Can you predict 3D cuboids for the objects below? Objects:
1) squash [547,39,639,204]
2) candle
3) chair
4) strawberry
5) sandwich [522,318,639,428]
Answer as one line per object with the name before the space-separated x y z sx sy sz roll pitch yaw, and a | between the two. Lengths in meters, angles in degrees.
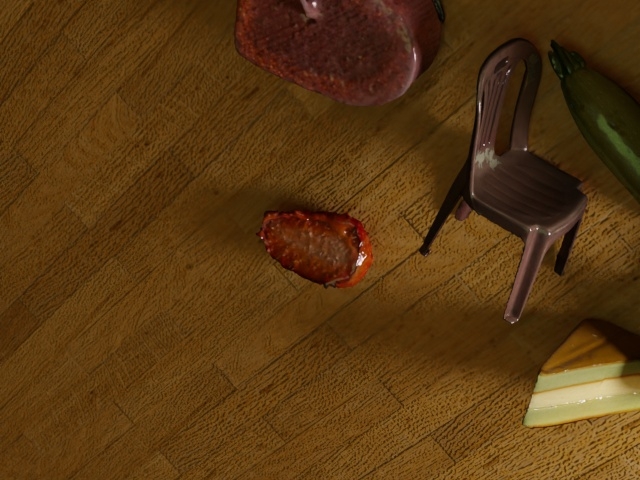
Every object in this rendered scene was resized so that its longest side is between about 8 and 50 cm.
squash | 0.407 -0.127 1.885 0.094 0.094 0.341 -34 97 37
candle | -0.005 -0.326 1.971 0.287 0.131 0.317 -17 107 37
chair | 0.271 -0.086 1.931 0.183 0.175 0.326 33 134 20
strawberry | 0.000 0.000 2.191 0.188 0.082 0.121 23 106 27
sandwich | 0.392 0.212 2.030 0.144 0.187 0.117 26 126 20
